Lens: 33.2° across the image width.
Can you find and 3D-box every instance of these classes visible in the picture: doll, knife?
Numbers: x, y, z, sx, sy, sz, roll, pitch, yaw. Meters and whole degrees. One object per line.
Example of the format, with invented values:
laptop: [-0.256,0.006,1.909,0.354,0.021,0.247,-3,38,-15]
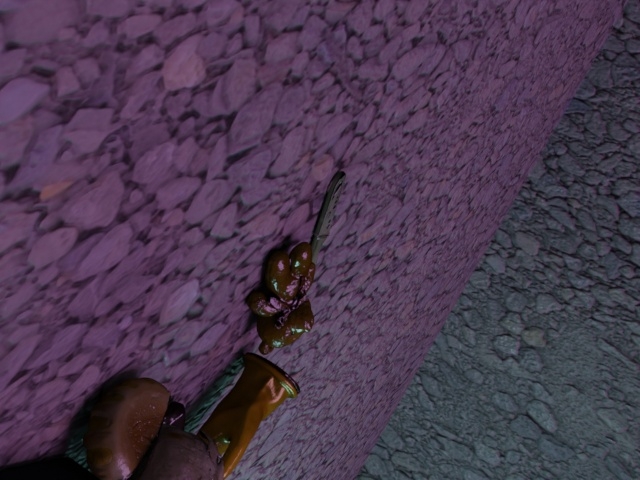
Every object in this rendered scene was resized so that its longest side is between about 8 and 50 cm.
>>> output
doll: [-0.050,0.095,1.742,0.137,0.097,0.210,-38,151,-32]
knife: [-0.002,-0.001,1.816,0.043,0.019,0.293,-36,154,-43]

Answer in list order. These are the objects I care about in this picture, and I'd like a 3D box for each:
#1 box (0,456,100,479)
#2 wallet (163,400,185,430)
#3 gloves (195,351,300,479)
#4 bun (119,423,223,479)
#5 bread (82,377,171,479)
box: [-0.365,0.358,1.368,0.145,0.090,0.201,-58,163,6]
wallet: [-0.279,0.370,1.700,0.182,0.049,0.229,-40,155,-37]
gloves: [-0.163,0.338,1.799,0.294,0.116,0.133,-54,159,-21]
bun: [-0.220,0.371,1.499,0.239,0.141,0.239,-53,-167,18]
bread: [-0.269,0.245,1.433,0.094,0.082,0.157,57,41,-50]
